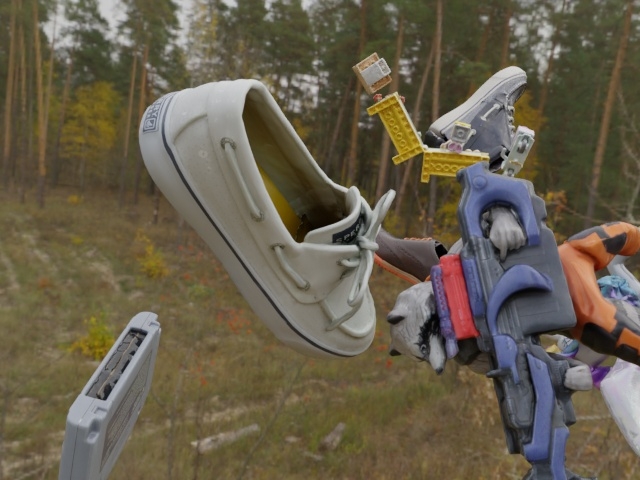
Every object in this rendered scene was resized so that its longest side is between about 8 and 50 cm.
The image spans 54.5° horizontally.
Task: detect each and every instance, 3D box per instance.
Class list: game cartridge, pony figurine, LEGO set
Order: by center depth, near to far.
[{"bbox_3d":[0.521,0.158,0.918,0.303,0.363,0.351,10,33,-39],"label":"pony figurine"},{"bbox_3d":[0.166,-0.169,0.937,0.287,0.132,0.107,28,25,1],"label":"LEGO set"},{"bbox_3d":[-0.332,0.269,0.991,0.062,0.198,0.297,19,23,-4],"label":"game cartridge"}]

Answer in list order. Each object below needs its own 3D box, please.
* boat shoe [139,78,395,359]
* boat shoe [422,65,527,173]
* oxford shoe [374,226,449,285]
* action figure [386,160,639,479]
[{"bbox_3d":[0.002,-0.007,0.601,0.157,0.135,0.367,-9,-48,31],"label":"boat shoe"},{"bbox_3d":[0.387,-0.250,1.378,0.158,0.341,0.127,42,-23,21],"label":"boat shoe"},{"bbox_3d":[0.176,0.028,1.132,0.271,0.098,0.097,39,21,30],"label":"oxford shoe"},{"bbox_3d":[0.227,0.105,0.615,0.331,0.341,0.178,1,-19,-1],"label":"action figure"}]
